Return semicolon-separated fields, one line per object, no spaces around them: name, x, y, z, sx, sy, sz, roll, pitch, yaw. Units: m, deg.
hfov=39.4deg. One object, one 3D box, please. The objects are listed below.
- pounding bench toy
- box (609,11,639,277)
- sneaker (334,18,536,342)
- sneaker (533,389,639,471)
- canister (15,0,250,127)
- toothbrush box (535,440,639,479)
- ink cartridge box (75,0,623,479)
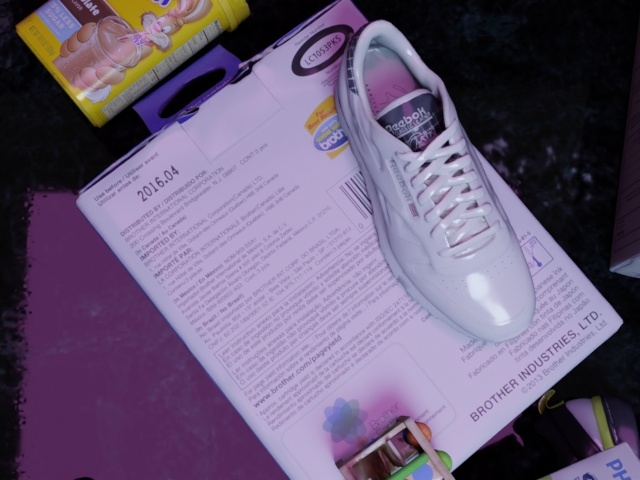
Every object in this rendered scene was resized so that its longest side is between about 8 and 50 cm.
pounding bench toy;0.052;0.150;0.578;0.065;0.083;0.052;-34;82;-7
box;0.343;-0.121;0.760;0.121;0.148;0.311;10;80;0
sneaker;0.076;-0.037;0.609;0.090;0.095;0.235;-28;83;-8
sneaker;0.221;0.240;0.729;0.097;0.084;0.235;-8;75;15
canister;-0.166;-0.194;0.785;0.170;0.073;0.126;-40;68;-7
toothbrush box;0.126;0.292;0.574;0.283;0.122;0.206;-26;37;4
ink cartridge box;0.000;0.000;0.720;0.270;0.151;0.395;-38;84;-8
